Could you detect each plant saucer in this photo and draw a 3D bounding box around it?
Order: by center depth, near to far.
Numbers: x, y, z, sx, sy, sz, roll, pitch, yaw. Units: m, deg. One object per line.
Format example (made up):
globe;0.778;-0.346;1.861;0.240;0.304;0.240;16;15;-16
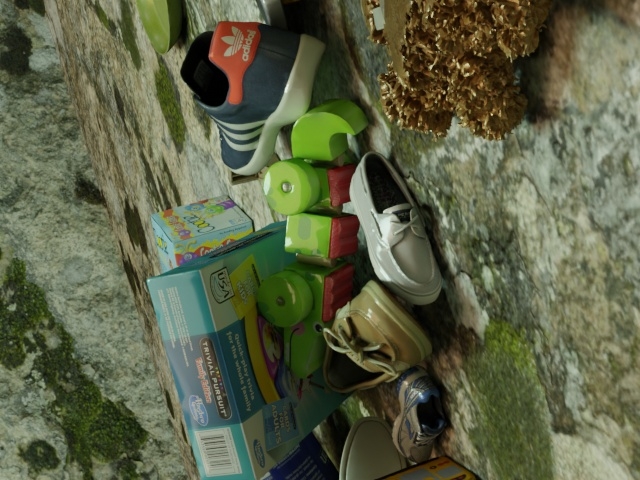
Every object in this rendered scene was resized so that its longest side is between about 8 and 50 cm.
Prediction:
plant saucer;-0.287;-0.445;1.963;0.241;0.037;0.241;164;90;-71

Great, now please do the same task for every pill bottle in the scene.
pill bottle;-0.043;0.378;1.691;0.265;0.153;0.153;58;164;-11

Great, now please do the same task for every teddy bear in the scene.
teddy bear;0.109;-0.198;0.931;0.338;0.113;0.245;96;160;-66

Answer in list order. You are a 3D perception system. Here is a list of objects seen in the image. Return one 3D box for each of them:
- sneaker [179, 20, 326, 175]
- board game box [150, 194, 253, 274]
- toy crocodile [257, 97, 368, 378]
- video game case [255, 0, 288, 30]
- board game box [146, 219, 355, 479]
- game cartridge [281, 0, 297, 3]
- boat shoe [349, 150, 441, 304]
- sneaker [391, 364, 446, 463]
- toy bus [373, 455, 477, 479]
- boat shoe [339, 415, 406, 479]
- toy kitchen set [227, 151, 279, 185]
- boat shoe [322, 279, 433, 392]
sneaker;-0.108;-0.186;1.411;0.350;0.148;0.131;136;150;-68
board game box;-0.185;0.084;1.949;0.144;0.142;0.275;-137;35;-58
toy crocodile;0.000;0.000;1.336;0.105;0.115;0.341;11;107;28
video game case;-0.082;-0.331;1.363;0.201;0.023;0.183;64;-178;-80
board game box;-0.070;0.124;1.422;0.336;0.079;0.254;-29;-74;-64
game cartridge;-0.057;-0.461;1.244;0.285;0.052;0.324;116;136;-65
boat shoe;0.083;-0.018;1.209;0.063;0.066;0.184;98;160;-54
sneaker;0.118;0.215;1.316;0.058;0.052;0.135;42;145;49
toy bus;0.145;0.427;1.326;0.130;0.108;0.333;15;120;67
boat shoe;0.070;0.359;1.460;0.079;0.095;0.254;111;152;-64
toy kitchen set;-0.086;-0.071;1.627;0.068;0.075;0.083;91;159;-45
boat shoe;0.056;0.123;1.277;0.104;0.089;0.285;48;167;13
